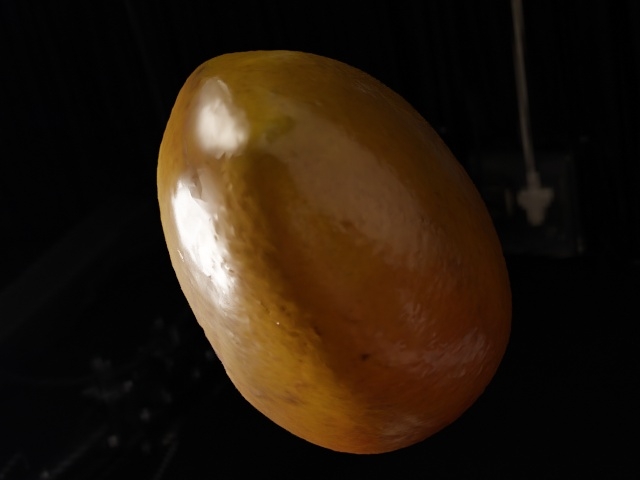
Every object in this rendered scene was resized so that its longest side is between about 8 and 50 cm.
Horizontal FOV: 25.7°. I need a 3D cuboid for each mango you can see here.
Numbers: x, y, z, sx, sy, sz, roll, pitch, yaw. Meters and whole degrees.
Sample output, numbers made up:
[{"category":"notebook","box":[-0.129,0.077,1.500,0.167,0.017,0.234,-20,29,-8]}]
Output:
[{"category":"mango","box":[0.006,-0.002,0.463,0.102,0.141,0.217,-13,163,7]}]
